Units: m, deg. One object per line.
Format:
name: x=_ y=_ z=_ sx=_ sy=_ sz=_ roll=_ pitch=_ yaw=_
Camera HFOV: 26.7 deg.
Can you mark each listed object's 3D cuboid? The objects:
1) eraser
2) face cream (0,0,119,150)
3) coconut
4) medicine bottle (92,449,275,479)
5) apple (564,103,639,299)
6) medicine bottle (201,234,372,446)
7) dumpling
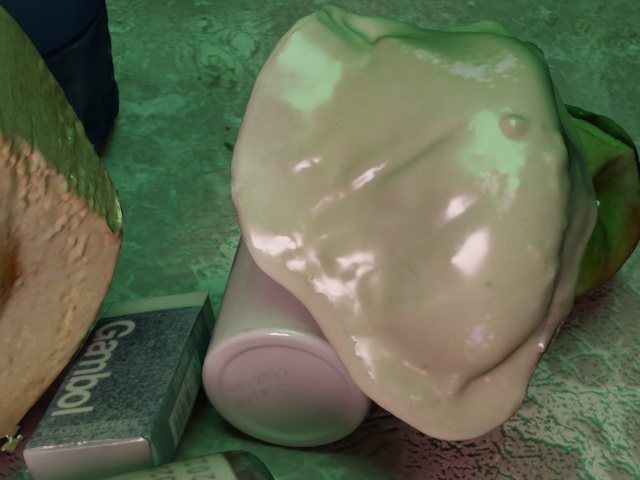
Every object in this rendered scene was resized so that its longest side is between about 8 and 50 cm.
eraser: x=-0.137 y=0.108 z=0.984 sx=0.091 sy=0.046 sz=0.212 roll=-8 pitch=24 yaw=12
face cream: x=-0.314 y=-0.189 z=1.214 sx=0.249 sy=0.225 sz=0.249 roll=1 pitch=43 yaw=-1
coconut: x=-0.362 y=-0.037 z=0.926 sx=0.404 sy=0.405 sz=0.405 roll=3 pitch=42 yaw=-3
medicine bottle: x=-0.151 y=0.233 z=0.814 sx=0.273 sy=0.165 sz=0.165 roll=-11 pitch=45 yaw=-18
apple: x=0.166 y=-0.041 z=1.130 sx=0.188 sy=0.174 sz=0.207 roll=21 pitch=1 yaw=40
medicine bottle: x=0.000 y=0.000 z=1.108 sx=0.130 sy=0.130 sz=0.341 roll=9 pitch=42 yaw=4
dumpling: x=0.062 y=-0.031 z=0.937 sx=0.242 sy=0.187 sz=0.318 roll=8 pitch=72 yaw=-15
